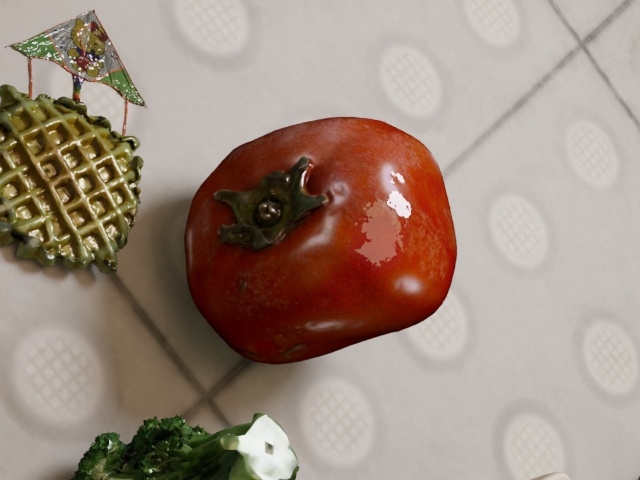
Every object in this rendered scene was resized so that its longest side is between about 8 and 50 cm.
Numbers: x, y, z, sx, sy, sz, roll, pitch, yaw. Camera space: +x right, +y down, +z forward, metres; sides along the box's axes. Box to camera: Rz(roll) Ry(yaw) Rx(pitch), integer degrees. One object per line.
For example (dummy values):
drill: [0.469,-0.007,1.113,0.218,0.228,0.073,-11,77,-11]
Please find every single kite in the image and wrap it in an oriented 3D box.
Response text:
kite: [-0.302,-0.187,1.830,0.198,0.006,0.244,19,61,-30]

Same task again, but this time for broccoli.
broccoli: [-0.129,0.310,1.582,0.307,0.275,0.308,22,40,-20]

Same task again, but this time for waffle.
waffle: [-0.310,-0.072,1.744,0.207,0.054,0.214,22,64,-26]

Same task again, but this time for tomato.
tomato: [0.000,0.000,1.780,0.290,0.325,0.293,30,41,-56]

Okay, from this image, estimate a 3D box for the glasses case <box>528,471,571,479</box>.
glasses case: [0.330,0.489,1.975,0.144,0.076,0.337,-19,84,-40]

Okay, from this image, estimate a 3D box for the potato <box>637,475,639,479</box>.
potato: [0.528,0.392,2.115,0.235,0.160,0.178,-67,153,-49]
